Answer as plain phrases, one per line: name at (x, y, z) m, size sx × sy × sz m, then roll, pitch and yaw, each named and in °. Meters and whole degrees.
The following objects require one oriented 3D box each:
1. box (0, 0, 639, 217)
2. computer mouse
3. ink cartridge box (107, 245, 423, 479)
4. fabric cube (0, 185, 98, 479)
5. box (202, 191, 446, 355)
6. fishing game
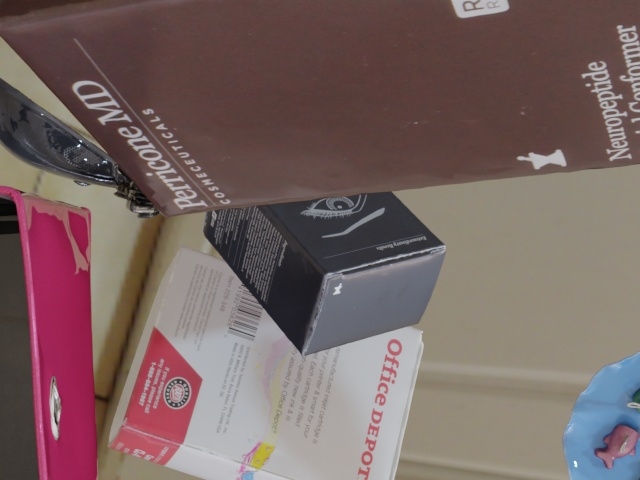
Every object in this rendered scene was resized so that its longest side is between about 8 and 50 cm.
box at (0.062, -0.128, 0.628) m, size 0.191 × 0.381 × 0.143 m, roll 53°, pitch 38°, yaw -55°
computer mouse at (-0.325, -0.106, 1.669) m, size 0.272 × 0.188 × 0.072 m, roll 36°, pitch 89°, yaw -20°
ink cartridge box at (-0.061, 0.171, 1.510) m, size 0.306 × 0.131 × 0.226 m, roll 22°, pitch 64°, yaw -11°
fabric cube at (-0.275, 0.103, 0.804) m, size 0.259 × 0.258 × 0.254 m, roll -3°, pitch 89°, yaw -2°
box at (0.000, 0.000, 1.343) m, size 0.153 × 0.207 × 0.108 m, roll -12°, pitch 135°, yaw -33°
fishing game at (0.306, 0.187, 1.153) m, size 0.189 × 0.264 × 0.041 m, roll 42°, pitch 16°, yaw -1°
